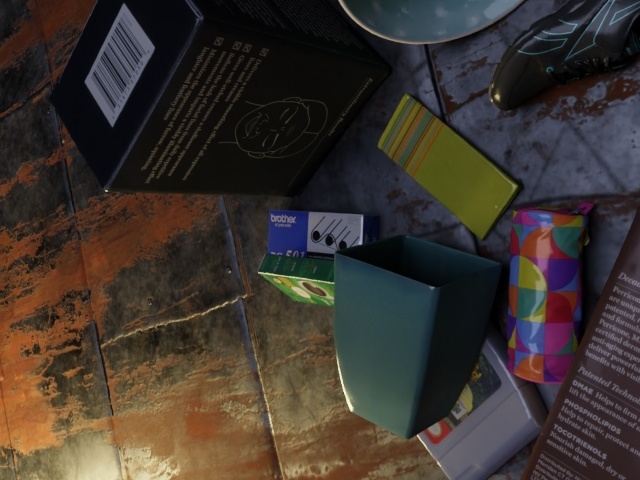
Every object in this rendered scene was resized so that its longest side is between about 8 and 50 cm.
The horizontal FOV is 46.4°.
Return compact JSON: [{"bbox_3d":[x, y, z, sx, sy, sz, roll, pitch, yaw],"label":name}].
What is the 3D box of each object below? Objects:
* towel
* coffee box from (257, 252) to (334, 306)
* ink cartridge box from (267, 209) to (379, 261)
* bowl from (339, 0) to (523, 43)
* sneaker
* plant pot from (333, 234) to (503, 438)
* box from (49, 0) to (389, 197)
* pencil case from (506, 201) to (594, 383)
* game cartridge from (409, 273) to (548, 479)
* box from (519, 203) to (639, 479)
[{"bbox_3d":[0.185,-0.113,1.109,0.237,0.021,0.102,46,125,28],"label":"towel"},{"bbox_3d":[0.000,0.069,1.212,0.184,0.113,0.040,5,63,41],"label":"coffee box"},{"bbox_3d":[0.000,0.000,1.250,0.207,0.046,0.097,4,94,40],"label":"ink cartridge box"},{"bbox_3d":[0.148,-0.430,0.976,0.311,0.312,0.163,-41,46,34],"label":"bowl"},{"bbox_3d":[0.325,-0.246,0.931,0.267,0.101,0.106,-44,67,33],"label":"sneaker"},{"bbox_3d":[0.119,0.133,1.020,0.166,0.165,0.234,19,111,38],"label":"plant pot"},{"bbox_3d":[-0.145,-0.241,1.134,0.293,0.395,0.212,-51,60,28],"label":"box"},{"bbox_3d":[0.298,0.066,0.969,0.104,0.104,0.236,8,97,40],"label":"pencil case"},{"bbox_3d":[0.188,0.195,1.098,0.196,0.060,0.294,-51,61,25],"label":"game cartridge"},{"bbox_3d":[0.378,0.149,0.843,0.143,0.191,0.381,31,111,35],"label":"box"}]
